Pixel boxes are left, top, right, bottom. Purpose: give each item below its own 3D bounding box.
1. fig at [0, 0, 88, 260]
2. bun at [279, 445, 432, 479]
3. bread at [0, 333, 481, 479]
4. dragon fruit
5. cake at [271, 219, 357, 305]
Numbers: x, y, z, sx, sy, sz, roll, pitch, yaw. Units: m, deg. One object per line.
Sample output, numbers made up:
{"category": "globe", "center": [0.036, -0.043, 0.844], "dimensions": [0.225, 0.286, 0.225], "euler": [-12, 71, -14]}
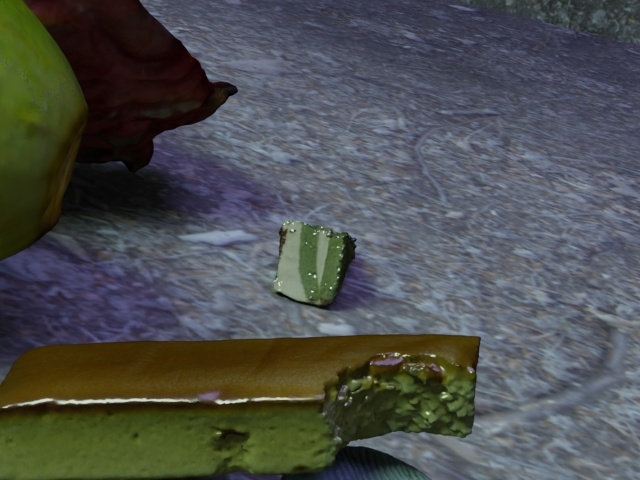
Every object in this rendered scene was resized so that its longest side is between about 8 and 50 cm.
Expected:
{"category": "fig", "center": [-0.282, -0.079, 0.717], "dimensions": [0.326, 0.258, 0.258], "euler": [20, 16, -21]}
{"category": "bun", "center": [0.019, 0.129, 0.662], "dimensions": [0.083, 0.045, 0.083], "euler": [17, 18, -6]}
{"category": "bread", "center": [-0.037, 0.077, 0.655], "dimensions": [0.226, 0.049, 0.088], "euler": [-2, 14, 7]}
{"category": "dragon fruit", "center": [-0.218, -0.111, 0.960], "dimensions": [0.329, 0.228, 0.286], "euler": [47, -6, -36]}
{"category": "cake", "center": [0.000, 0.000, 1.003], "dimensions": [0.051, 0.055, 0.140], "euler": [10, 17, 5]}
